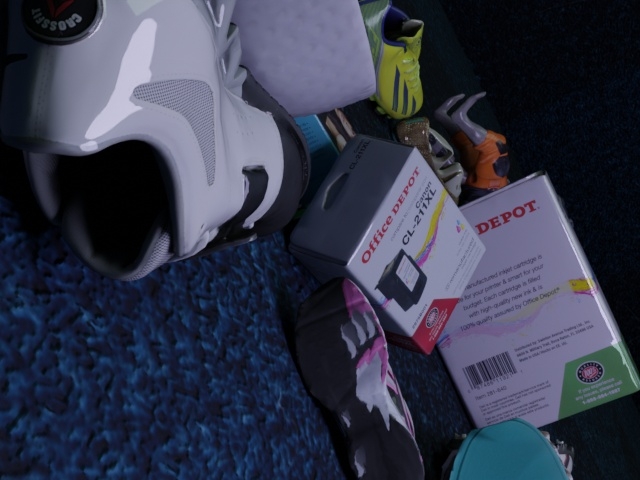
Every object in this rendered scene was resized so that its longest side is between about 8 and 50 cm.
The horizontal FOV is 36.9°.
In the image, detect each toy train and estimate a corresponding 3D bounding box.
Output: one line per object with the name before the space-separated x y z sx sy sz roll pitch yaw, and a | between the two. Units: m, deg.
toy train | 0.000 0.000 0.888 0.083 0.017 0.024 55 30 -33

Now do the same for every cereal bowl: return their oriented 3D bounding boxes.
cereal bowl | -0.081 -0.230 0.630 0.339 0.141 0.339 -21 90 -87

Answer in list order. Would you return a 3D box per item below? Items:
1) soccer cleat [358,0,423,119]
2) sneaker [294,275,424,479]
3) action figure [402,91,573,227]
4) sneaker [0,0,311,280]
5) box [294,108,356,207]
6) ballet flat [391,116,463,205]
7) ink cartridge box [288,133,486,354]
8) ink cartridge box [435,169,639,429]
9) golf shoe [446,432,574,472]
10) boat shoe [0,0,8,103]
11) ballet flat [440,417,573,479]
soccer cleat | 0.104 -0.255 1.347 0.289 0.121 0.093 35 35 -59
sneaker | 0.029 0.117 0.765 0.077 0.072 0.178 -26 100 -84
action figure | 0.260 -0.079 1.622 0.341 0.178 0.330 -169 -122 -75
sneaker | -0.092 -0.039 0.533 0.330 0.122 0.146 58 43 -68
box | -0.037 -0.143 0.890 0.244 0.060 0.100 57 20 -26
ballet flat | 0.181 -0.110 1.475 0.206 0.067 0.073 51 22 -40
ink cartridge box | 0.066 0.007 0.876 0.127 0.072 0.175 -59 138 -15
ink cartridge box | 0.237 0.078 1.168 0.278 0.201 0.117 65 17 -1
golf shoe | 0.208 0.273 1.044 0.273 0.105 0.120 22 62 -58
boat shoe | -0.175 -0.109 0.482 0.065 0.075 0.206 20 32 -1
ballet flat | 0.163 0.346 0.785 0.147 0.147 0.409 52 25 -37
